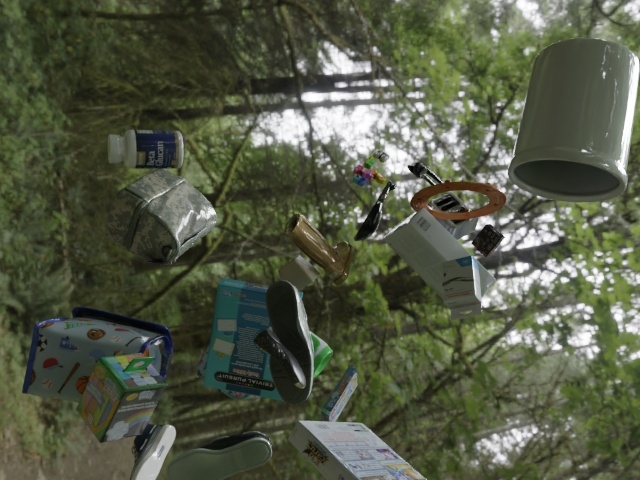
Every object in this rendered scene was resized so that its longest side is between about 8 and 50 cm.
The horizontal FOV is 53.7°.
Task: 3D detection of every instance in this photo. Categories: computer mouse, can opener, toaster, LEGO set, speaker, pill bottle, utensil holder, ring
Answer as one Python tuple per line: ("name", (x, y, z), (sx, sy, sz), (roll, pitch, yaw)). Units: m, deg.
("computer mouse", (0.224, -0.109, 2.456), (0.262, 0.060, 0.184), (-58, 179, -27))
("can opener", (0.428, -0.261, 2.526), (0.059, 0.186, 0.073), (-55, -143, 14))
("toaster", (0.507, -0.087, 2.507), (0.168, 0.186, 0.110), (51, -29, 31))
("LEGO set", (0.199, -0.251, 2.356), (0.093, 0.227, 0.087), (33, -50, 12))
("speaker", (-0.109, 0.319, 2.069), (0.297, 0.131, 0.131), (34, -35, 17))
("pill bottle", (-0.426, -0.222, 1.537), (0.094, 0.169, 0.094), (177, -90, -67))
("utensil holder", (0.752, -0.348, 1.871), (0.327, 0.328, 0.385), (146, -41, -73))
("ring", (0.489, -0.147, 2.252), (0.336, 0.337, 0.032), (124, -29, -67))

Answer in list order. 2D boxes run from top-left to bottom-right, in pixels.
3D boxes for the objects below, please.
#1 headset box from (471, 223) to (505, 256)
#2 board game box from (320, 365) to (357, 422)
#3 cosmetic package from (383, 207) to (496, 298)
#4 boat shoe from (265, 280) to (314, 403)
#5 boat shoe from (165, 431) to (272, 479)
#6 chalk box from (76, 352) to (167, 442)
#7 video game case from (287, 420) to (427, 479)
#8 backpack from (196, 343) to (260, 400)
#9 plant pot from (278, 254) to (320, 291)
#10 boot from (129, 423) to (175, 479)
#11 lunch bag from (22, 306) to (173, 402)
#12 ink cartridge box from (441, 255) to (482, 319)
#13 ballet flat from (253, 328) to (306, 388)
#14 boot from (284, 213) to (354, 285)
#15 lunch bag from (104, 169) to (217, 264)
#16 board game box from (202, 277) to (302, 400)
("headset box", (0.480, 0.003, 1.819), (0.062, 0.032, 0.083), (47, -57, 27))
("board game box", (0.069, 0.564, 2.268), (0.035, 0.201, 0.136), (25, -30, 21))
("cosmetic package", (0.437, 0.068, 2.375), (0.377, 0.097, 0.284), (45, -20, -2))
("boat shoe", (-0.074, 0.267, 1.674), (0.103, 0.118, 0.320), (27, 50, -70))
("boat shoe", (-0.288, 0.625, 1.812), (0.091, 0.303, 0.114), (-158, -119, -83))
("chalk box", (-0.483, 0.366, 1.560), (0.132, 0.132, 0.213), (37, -74, 33))
("video game case", (0.092, 0.515, 1.461), (0.244, 0.269, 0.061), (32, -83, 40))
("backpack", (-0.293, 0.443, 2.238), (0.225, 0.254, 0.191), (-61, 158, -4))
("plant pot", (-0.081, 0.113, 2.141), (0.096, 0.109, 0.109), (56, 17, -3))
("boot", (-0.447, 0.550, 1.604), (0.190, 0.086, 0.069), (-61, 141, -50))
("lunch bag", (-0.632, 0.338, 1.876), (0.385, 0.328, 0.238), (89, 13, -87))
("ink cartridge box", (0.435, 0.146, 1.950), (0.060, 0.104, 0.180), (45, 38, -46))
("ballet flat", (-0.096, 0.294, 1.552), (0.173, 0.049, 0.057), (52, 13, 5))
("boot", (0.000, 0.000, 2.201), (0.269, 0.089, 0.236), (45, 23, -20))
("lunch bag", (-0.502, -0.066, 2.034), (0.212, 0.256, 0.305), (-65, 172, 28))
("board game box", (-0.208, 0.303, 1.942), (0.079, 0.254, 0.336), (-76, 176, -77))
